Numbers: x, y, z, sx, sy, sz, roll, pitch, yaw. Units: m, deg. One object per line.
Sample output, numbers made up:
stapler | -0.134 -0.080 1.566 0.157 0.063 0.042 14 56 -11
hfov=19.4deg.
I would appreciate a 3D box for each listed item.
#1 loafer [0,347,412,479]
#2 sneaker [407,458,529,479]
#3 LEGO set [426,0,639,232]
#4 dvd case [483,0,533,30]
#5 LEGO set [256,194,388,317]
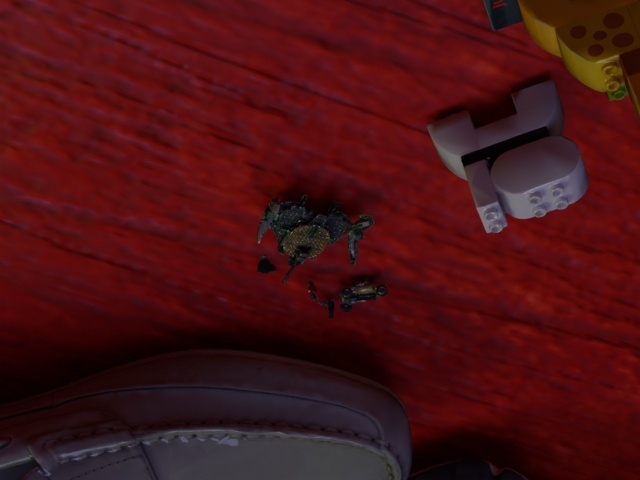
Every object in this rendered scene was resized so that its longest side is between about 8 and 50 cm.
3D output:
loafer | -0.115 0.121 0.826 0.319 0.111 0.112 -7 128 -3
sneaker | -0.007 0.198 0.907 0.275 0.107 0.110 -17 151 0
LEGO set | 0.152 -0.062 0.724 0.227 0.093 0.087 -19 142 7
dvd case | 0.112 -0.136 0.723 0.119 0.013 0.087 -19 128 5
LEGO set | -0.002 0.001 0.812 0.054 0.023 0.083 -10 142 2
